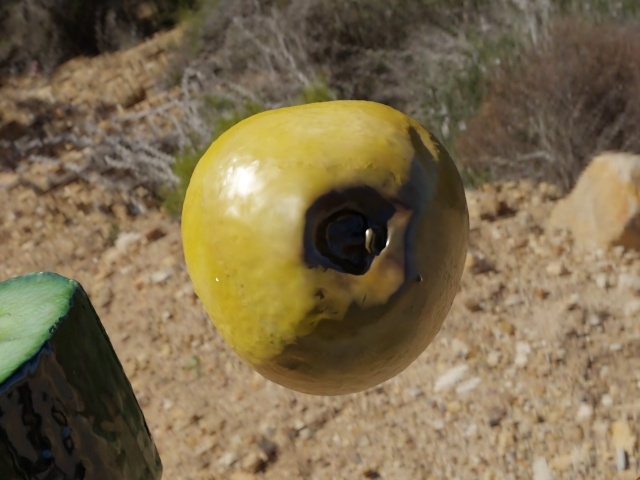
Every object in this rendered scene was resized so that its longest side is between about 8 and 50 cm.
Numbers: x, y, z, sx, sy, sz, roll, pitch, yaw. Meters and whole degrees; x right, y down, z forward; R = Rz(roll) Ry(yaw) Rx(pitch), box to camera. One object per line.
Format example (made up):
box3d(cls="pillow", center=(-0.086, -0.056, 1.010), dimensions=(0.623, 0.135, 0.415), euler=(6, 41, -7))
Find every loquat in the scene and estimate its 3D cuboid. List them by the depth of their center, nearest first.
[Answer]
box3d(cls="loquat", center=(0.000, 0.000, 1.168), dimensions=(0.275, 0.275, 0.274), euler=(-10, 47, 11))

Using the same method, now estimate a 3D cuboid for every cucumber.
box3d(cls="cucumber", center=(-0.185, 0.115, 0.698), dimensions=(0.191, 0.130, 0.191), euler=(-22, 18, 7))

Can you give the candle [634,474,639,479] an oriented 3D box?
box3d(cls="candle", center=(0.145, 0.120, 0.525), dimensions=(0.130, 0.052, 0.052), euler=(-53, 48, 7))
